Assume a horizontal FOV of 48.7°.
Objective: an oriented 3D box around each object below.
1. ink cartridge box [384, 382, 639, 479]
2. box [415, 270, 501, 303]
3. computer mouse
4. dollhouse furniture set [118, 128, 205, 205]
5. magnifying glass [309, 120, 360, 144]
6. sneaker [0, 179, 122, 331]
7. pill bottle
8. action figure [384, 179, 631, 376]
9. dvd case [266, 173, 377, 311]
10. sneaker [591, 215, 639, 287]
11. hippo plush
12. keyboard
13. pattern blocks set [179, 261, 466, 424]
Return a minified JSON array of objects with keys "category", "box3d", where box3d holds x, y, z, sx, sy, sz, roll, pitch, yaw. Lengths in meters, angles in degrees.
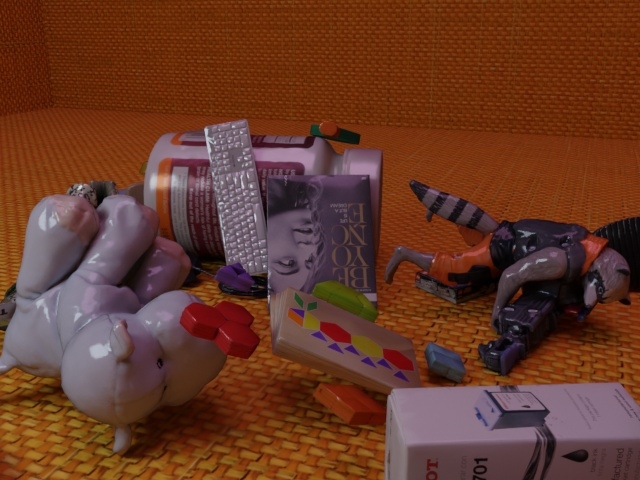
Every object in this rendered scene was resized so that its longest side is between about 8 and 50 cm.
[{"category":"ink cartridge box","box3d":[0.151,0.193,0.562,0.191,0.139,0.082,-2,20,-3]},{"category":"box","box3d":[0.235,0.062,1.149,0.137,0.027,0.094,-13,21,-33]},{"category":"computer mouse","box3d":[-0.191,0.061,1.152,0.242,0.041,0.071,14,31,20]},{"category":"dollhouse furniture set","box3d":[-0.377,-0.134,1.484,0.303,0.198,0.286,14,23,39]},{"category":"magnifying glass","box3d":[0.021,-0.185,1.216,0.092,0.026,0.231,12,5,3]},{"category":"sneaker","box3d":[-0.379,0.010,1.061,0.158,0.182,0.410,-1,18,-3]},{"category":"pill bottle","box3d":[-0.089,-0.074,1.254,0.392,0.224,0.224,3,18,7]},{"category":"action figure","box3d":[0.262,0.033,0.991,0.330,0.178,0.341,12,25,24]},{"category":"dvd case","box3d":[0.000,0.000,1.091,0.165,0.221,0.018,-1,-20,-3]},{"category":"sneaker","box3d":[0.587,0.014,1.194,0.331,0.122,0.146,-3,0,-7]},{"category":"hippo plush","box3d":[-0.233,0.079,0.765,0.294,0.234,0.237,-13,22,-37]},{"category":"keyboard","box3d":[-0.132,-0.068,1.136,0.072,0.256,0.014,-12,-10,5]},{"category":"pattern blocks set","box3d":[0.024,0.116,0.792,0.325,0.026,0.285,27,18,1]}]
